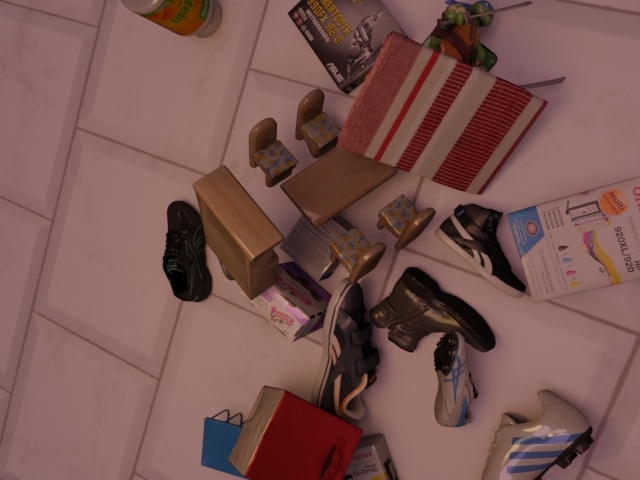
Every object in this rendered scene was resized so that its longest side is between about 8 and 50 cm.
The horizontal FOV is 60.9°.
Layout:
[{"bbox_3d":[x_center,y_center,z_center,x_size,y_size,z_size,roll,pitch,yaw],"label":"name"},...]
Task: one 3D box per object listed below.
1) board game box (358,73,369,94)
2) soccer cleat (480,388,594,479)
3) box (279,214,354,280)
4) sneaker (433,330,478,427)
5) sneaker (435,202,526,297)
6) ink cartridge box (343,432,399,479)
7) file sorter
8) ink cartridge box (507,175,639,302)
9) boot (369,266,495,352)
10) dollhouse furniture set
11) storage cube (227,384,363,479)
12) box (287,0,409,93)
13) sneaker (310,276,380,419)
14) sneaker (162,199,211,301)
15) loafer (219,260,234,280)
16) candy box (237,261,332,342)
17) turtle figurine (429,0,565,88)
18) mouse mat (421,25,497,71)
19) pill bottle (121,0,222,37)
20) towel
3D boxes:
[{"bbox_3d":[0.195,-0.262,1.170,0.260,0.039,0.124,25,100,17],"label":"board game box"},{"bbox_3d":[0.388,0.438,1.095,0.331,0.116,0.143,-50,59,14],"label":"soccer cleat"},{"bbox_3d":[0.000,0.000,1.245,0.126,0.072,0.137,40,106,16],"label":"box"},{"bbox_3d":[0.279,0.282,1.113,0.086,0.085,0.237,-6,118,-5],"label":"sneaker"},{"bbox_3d":[0.348,0.007,1.098,0.217,0.079,0.121,42,108,17],"label":"sneaker"},{"bbox_3d":[0.103,0.541,1.222,0.128,0.072,0.174,-22,84,22],"label":"ink cartridge box"},{"bbox_3d":[-0.186,0.491,1.322,0.171,0.104,0.118,7,94,21],"label":"file sorter"},{"bbox_3d":[0.485,-0.001,0.994,0.233,0.168,0.171,-17,85,21],"label":"ink cartridge box"},{"bbox_3d":[0.235,0.184,1.166,0.247,0.083,0.161,40,118,16],"label":"boot"},{"bbox_3d":[-0.024,-0.092,1.062,0.394,0.256,0.362,-35,76,-18],"label":"dollhouse furniture set"},{"bbox_3d":[-0.060,0.436,1.158,0.193,0.215,0.183,31,71,-12],"label":"storage cube"},{"bbox_3d":[0.061,-0.474,1.212,0.183,0.056,0.230,-35,79,20],"label":"box"},{"bbox_3d":[0.073,0.243,1.199,0.128,0.126,0.320,17,109,26],"label":"sneaker"},{"bbox_3d":[-0.344,0.026,1.371,0.101,0.106,0.267,-17,84,23],"label":"sneaker"},{"bbox_3d":[-0.226,-0.030,1.338,0.088,0.094,0.250,-18,95,-2],"label":"loafer"},{"bbox_3d":[-0.063,0.130,1.209,0.165,0.196,0.070,40,106,16],"label":"candy box"},{"bbox_3d":[0.267,-0.334,1.033,0.266,0.198,0.274,-45,67,8],"label":"turtle figurine"},{"bbox_3d":[0.258,-0.358,1.163,0.152,0.007,0.189,46,108,15],"label":"mouse mat"},{"bbox_3d":[-0.338,-0.560,1.269,0.137,0.246,0.136,1,93,22],"label":"pill bottle"},{"bbox_3d":[0.224,-0.227,1.034,0.329,0.037,0.237,18,128,-15],"label":"towel"}]
